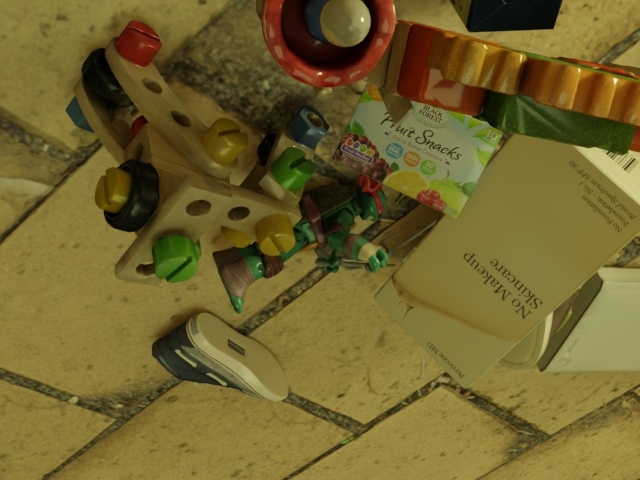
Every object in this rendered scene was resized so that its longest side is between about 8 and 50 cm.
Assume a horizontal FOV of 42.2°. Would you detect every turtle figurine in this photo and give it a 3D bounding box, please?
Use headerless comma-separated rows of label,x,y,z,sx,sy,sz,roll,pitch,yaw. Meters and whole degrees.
turtle figurine,0.000,0.000,0.918,0.234,0.118,0.175,-22,177,-6

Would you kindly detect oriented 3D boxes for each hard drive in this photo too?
hard drive,0.496,0.123,1.232,0.308,0.040,0.203,2,134,-18

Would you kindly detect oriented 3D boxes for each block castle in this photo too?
block castle,0.190,-0.222,0.581,0.454,0.213,0.302,8,109,-16

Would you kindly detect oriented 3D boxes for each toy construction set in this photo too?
toy construction set,-0.063,-0.066,0.737,0.309,0.237,0.257,-27,135,12

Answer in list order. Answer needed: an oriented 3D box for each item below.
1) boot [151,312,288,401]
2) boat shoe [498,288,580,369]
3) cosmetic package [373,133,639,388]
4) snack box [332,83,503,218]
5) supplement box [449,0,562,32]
boot,-0.129,0.164,1.087,0.086,0.069,0.190,-28,127,23
boat shoe,0.278,0.009,1.012,0.097,0.117,0.324,-33,139,-46
cosmetic package,0.214,0.005,0.913,0.113,0.160,0.309,-32,162,-51
snack box,0.096,-0.098,0.833,0.141,0.037,0.100,25,107,-1
supplement box,0.163,-0.233,0.741,0.083,0.083,0.056,-4,135,-11
